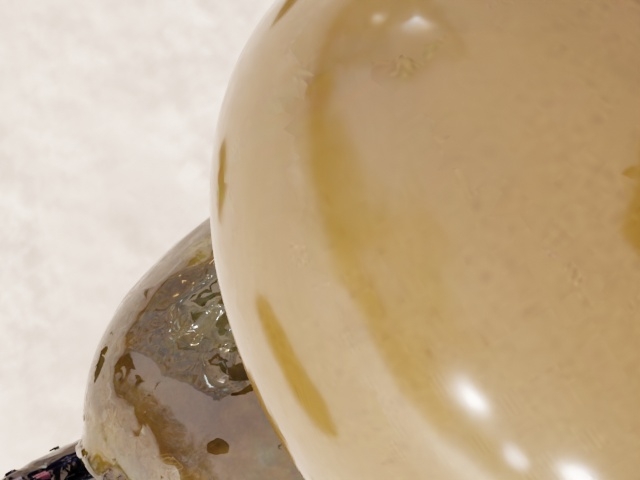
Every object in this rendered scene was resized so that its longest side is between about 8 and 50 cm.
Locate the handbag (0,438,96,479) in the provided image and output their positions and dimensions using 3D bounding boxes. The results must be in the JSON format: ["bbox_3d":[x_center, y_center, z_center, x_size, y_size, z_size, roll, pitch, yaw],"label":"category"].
[{"bbox_3d":[-0.218,0.249,1.513,0.260,0.162,0.113,-23,55,-30],"label":"handbag"}]

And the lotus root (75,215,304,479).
[{"bbox_3d":[-0.057,0.108,1.271,0.260,0.149,0.267,-32,78,-7],"label":"lotus root"}]

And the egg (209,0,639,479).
[{"bbox_3d":[0.096,0.020,0.656,0.322,0.250,0.250,49,64,-26],"label":"egg"}]
